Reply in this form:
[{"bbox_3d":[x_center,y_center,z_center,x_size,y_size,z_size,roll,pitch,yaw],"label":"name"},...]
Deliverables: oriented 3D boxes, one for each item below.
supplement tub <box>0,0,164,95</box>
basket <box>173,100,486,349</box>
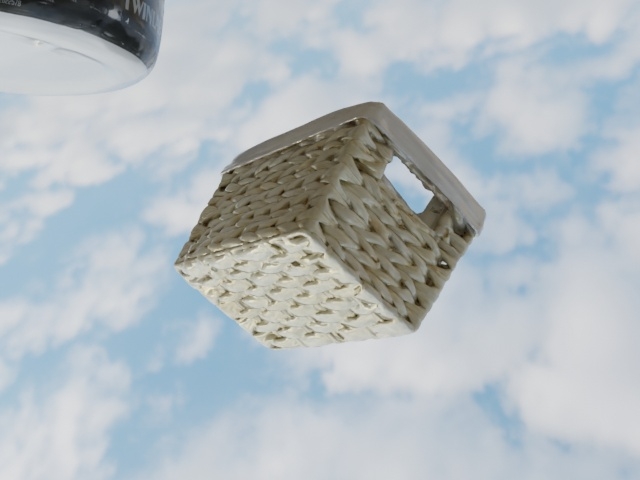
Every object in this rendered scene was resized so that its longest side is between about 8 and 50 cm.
[{"bbox_3d":[-0.183,-0.262,0.601,0.193,0.193,0.316,0,-97,31],"label":"supplement tub"},{"bbox_3d":[0.000,0.000,0.626,0.167,0.113,0.103,-14,-140,52],"label":"basket"}]
